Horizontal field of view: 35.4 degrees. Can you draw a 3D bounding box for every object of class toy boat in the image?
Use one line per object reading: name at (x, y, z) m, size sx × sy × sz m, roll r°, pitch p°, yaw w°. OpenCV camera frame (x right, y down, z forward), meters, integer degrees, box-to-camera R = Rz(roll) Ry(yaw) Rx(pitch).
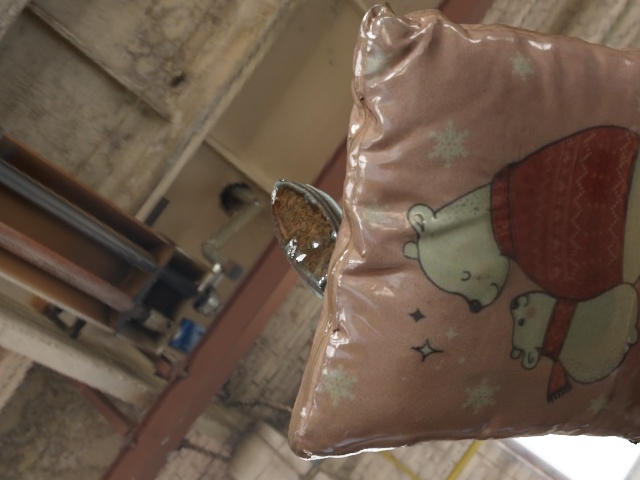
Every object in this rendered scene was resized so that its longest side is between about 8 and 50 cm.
toy boat at (0.000, 0.000, 0.808) m, size 0.059 × 0.140 × 0.066 m, roll -40°, pitch -43°, yaw 8°

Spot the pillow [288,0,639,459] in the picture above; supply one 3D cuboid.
pillow at (0.101, 0.001, 0.514) m, size 0.223 × 0.084 × 0.236 m, roll 4°, pitch -78°, yaw -25°
